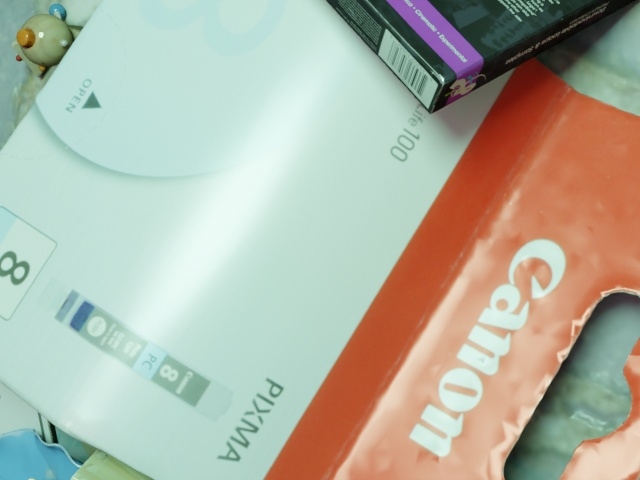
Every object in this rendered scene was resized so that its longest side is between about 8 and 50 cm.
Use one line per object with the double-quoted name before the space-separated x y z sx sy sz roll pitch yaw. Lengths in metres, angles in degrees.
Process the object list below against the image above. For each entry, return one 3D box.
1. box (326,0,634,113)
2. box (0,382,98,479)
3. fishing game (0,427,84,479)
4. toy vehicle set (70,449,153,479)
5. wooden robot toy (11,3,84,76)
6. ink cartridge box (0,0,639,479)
"box" 0.083 -0.144 0.479 0.116 0.162 0.029 51 155 19
"box" -0.217 0.180 0.670 0.169 0.087 0.290 -18 81 27
"fishing game" -0.182 0.210 0.580 0.189 0.041 0.264 40 105 17
"toy vehicle set" -0.116 0.265 0.527 0.166 0.035 0.267 31 109 2
"wooden robot toy" -0.177 -0.126 0.651 0.173 0.079 0.076 20 99 27
"ink cartridge box" 0.000 0.000 0.493 0.385 0.091 0.308 29 82 26
